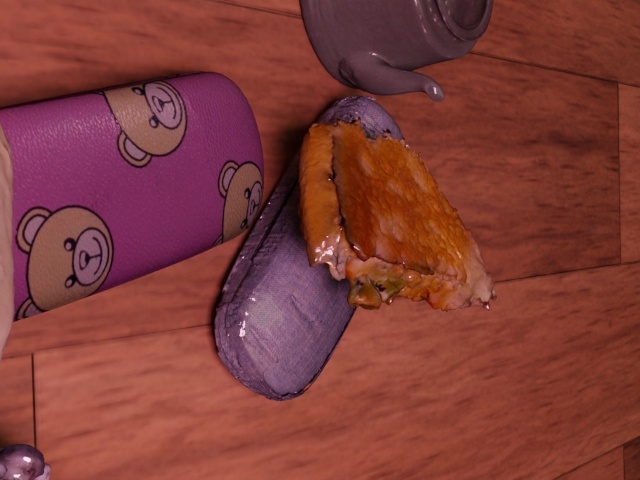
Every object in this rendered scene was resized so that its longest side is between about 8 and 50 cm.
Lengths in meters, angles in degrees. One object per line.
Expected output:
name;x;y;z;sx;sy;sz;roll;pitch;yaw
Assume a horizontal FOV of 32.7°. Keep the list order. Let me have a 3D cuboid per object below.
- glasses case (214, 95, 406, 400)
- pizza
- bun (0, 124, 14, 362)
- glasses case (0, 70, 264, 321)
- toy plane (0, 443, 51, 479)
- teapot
glasses case;0.000;0.000;0.888;0.109;0.067;0.282;52;49;-34
pizza;0.051;-0.011;0.851;0.226;0.069;0.147;10;59;-54
bun;-0.235;0.020;0.421;0.160;0.259;0.259;6;85;-51
glasses case;-0.144;-0.032;0.685;0.316;0.076;0.123;-22;107;-51
toy plane;-0.192;0.162;0.574;0.174;0.174;0.080;1;125;-53
teapot;0.088;-0.227;0.939;0.162;0.149;0.239;33;64;-47
